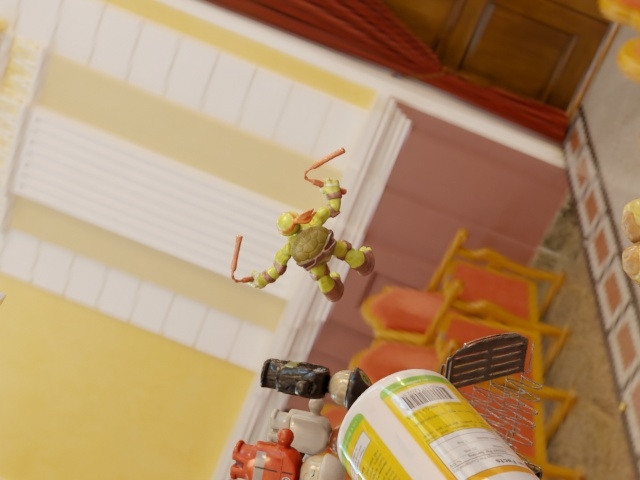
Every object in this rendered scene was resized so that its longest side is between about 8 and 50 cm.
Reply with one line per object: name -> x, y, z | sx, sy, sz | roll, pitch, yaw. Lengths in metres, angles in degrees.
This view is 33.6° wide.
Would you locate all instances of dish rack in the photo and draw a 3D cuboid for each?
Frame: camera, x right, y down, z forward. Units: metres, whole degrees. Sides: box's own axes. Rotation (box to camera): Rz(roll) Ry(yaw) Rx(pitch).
dish rack -> 0.264, 0.281, 1.643 | 0.074, 0.208, 0.272 | 22, 113, 47

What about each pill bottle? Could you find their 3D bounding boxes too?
pill bottle -> 0.126, 0.238, 0.956 | 0.246, 0.136, 0.136 | 48, 122, 50

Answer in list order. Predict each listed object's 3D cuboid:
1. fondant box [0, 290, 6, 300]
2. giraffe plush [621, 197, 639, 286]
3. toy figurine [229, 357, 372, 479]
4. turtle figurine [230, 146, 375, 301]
fondant box -> -0.477, 0.152, 1.223 | 0.238, 0.096, 0.330 | -59, 10, -6
giraffe plush -> 0.450, -0.033, 1.205 | 0.170, 0.210, 0.181 | 51, -138, -63
toy figurine -> -0.017, 0.279, 1.400 | 0.210, 0.148, 0.213 | 87, -164, -47
turtle figurine -> 0.000, 0.000, 1.687 | 0.269, 0.217, 0.087 | -51, 44, -1
